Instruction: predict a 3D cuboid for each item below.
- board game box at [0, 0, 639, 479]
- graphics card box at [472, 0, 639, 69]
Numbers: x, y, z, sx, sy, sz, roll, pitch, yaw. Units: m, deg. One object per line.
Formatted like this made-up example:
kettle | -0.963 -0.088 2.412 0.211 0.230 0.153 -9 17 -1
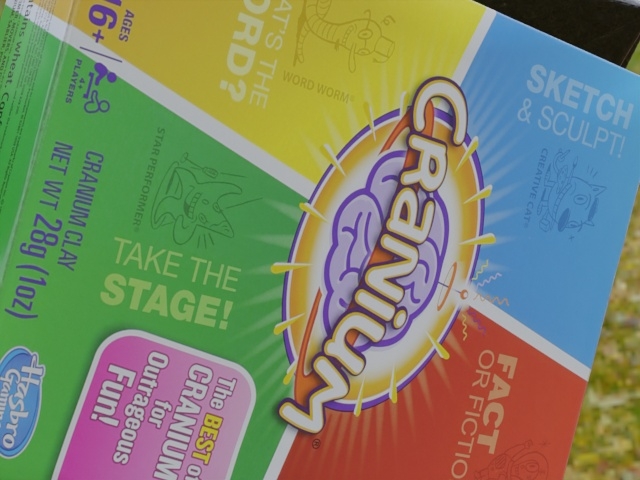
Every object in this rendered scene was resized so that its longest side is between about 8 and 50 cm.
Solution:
board game box | 0.000 0.000 0.633 0.317 0.242 0.064 15 -1 -37
graphics card box | 0.076 -0.248 1.053 0.233 0.094 0.371 10 36 -17
